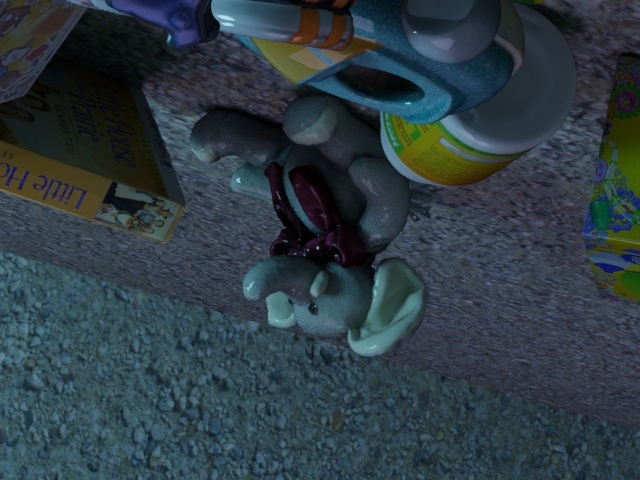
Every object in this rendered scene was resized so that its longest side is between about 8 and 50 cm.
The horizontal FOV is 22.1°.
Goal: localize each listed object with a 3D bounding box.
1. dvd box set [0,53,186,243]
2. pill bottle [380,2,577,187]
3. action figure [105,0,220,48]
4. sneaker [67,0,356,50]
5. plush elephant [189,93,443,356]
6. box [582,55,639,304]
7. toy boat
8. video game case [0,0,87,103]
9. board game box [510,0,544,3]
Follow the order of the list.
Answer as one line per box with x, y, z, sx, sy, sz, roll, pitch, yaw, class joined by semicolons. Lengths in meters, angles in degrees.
-0.365;-0.150;1.756;0.420;0.062;0.307;19;-157;-25;dvd box set
0.133;-0.124;1.521;0.136;0.136;0.246;15;168;-9;pill bottle
-0.129;-0.307;0.980;0.330;0.178;0.341;15;131;14;action figure
-0.087;-0.242;1.157;0.321;0.180;0.124;15;-171;36;sneaker
0.000;0.000;1.960;0.330;0.255;0.272;23;165;-40;plush elephant
0.415;-0.030;1.559;0.290;0.177;0.279;10;169;16;box
0.049;-0.170;1.221;0.267;0.148;0.318;20;164;-18;toy boat
-0.292;-0.168;1.401;0.206;0.026;0.227;-25;168;-44;video game case
0.052;-0.243;1.303;0.259;0.039;0.124;14;167;12;board game box
